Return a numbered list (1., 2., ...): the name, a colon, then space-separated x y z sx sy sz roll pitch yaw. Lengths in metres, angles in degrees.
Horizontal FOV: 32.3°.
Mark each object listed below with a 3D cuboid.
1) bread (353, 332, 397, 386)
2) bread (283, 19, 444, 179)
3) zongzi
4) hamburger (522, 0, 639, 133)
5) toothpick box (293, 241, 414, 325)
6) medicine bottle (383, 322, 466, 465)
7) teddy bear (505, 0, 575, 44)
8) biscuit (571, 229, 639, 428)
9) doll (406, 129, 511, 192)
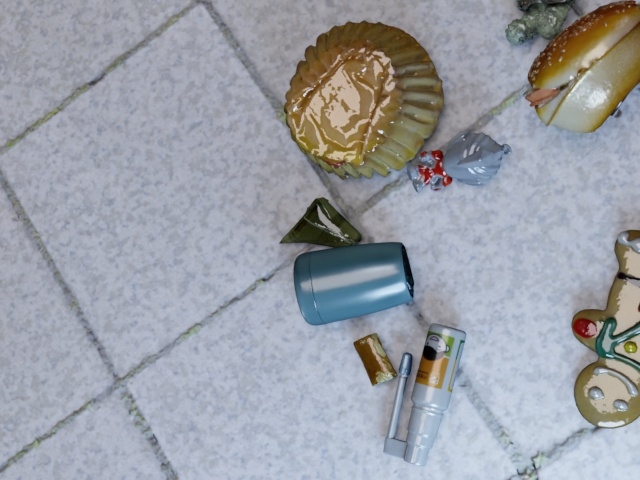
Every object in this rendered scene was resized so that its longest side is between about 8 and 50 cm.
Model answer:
1. bread: 0.089 0.192 1.784 0.047 0.036 0.083 -31 74 23
2. bread: 0.063 -0.233 1.806 0.274 0.149 0.274 -1 88 14
3. zongzi: 0.000 0.000 1.839 0.104 0.052 0.113 46 108 12
4. hamburger: 0.414 -0.267 1.676 0.147 0.237 0.237 41 93 2
5. toothpick box: 0.057 0.064 1.773 0.184 0.120 0.120 -11 78 11
6. medicine bottle: 0.161 0.240 1.743 0.092 0.061 0.221 12 84 26
7. teddy bear: 0.367 -0.420 1.765 0.133 0.111 0.213 13 105 55
8. biscuit: 0.480 0.145 1.674 0.196 0.049 0.302 26 90 21
9. doll: 0.223 -0.125 1.782 0.180 0.079 0.094 -17 99 24
